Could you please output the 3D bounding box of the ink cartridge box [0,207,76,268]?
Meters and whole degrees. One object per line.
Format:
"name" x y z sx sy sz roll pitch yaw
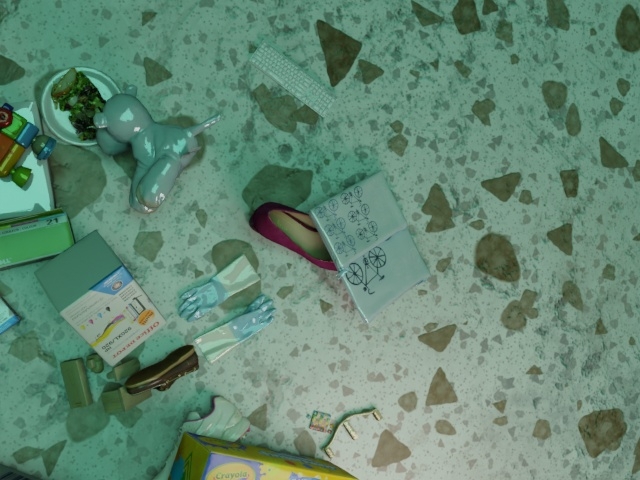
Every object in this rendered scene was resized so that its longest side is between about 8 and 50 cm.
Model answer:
"ink cartridge box" -0.660 0.000 1.617 0.188 0.255 0.097 -15 92 -17

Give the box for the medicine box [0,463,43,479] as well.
"medicine box" -0.718 0.680 1.595 0.263 0.149 0.289 21 82 -1

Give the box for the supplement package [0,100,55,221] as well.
"supplement package" -0.737 -0.172 1.660 0.203 0.145 0.262 -10 91 -17

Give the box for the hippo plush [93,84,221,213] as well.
"hippo plush" -0.430 -0.219 1.687 0.236 0.294 0.234 35 57 -13

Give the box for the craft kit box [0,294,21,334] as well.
"craft kit box" -0.875 0.168 1.650 0.250 0.061 0.247 -39 101 -15

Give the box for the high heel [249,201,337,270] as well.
"high heel" 0.000 0.000 1.856 0.377 0.181 0.127 14 83 -16

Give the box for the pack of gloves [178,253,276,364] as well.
"pack of gloves" -0.237 0.177 1.848 0.232 0.046 0.195 -34 98 -16

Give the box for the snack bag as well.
"snack bag" 0.143 0.014 1.908 0.323 0.037 0.343 -30 97 -43

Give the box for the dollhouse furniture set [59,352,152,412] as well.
"dollhouse furniture set" -0.525 0.343 1.761 0.151 0.123 0.144 -13 91 18

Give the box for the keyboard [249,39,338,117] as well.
"keyboard" -0.071 -0.437 1.944 0.256 0.014 0.072 35 78 -12

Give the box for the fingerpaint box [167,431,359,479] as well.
"fingerpaint box" -0.165 0.695 1.715 0.444 0.163 0.371 23 82 -32

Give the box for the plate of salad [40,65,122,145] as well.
"plate of salad" -0.585 -0.334 1.765 0.199 0.048 0.200 1 87 -17

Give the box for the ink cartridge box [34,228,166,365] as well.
"ink cartridge box" -0.502 0.135 1.652 0.171 0.168 0.233 -38 139 -14

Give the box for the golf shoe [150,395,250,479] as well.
"golf shoe" -0.325 0.512 1.781 0.306 0.115 0.140 -36 89 -23

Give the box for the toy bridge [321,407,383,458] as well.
"toy bridge" 0.078 0.511 1.937 0.188 0.026 0.063 -34 95 -16

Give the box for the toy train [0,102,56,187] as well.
"toy train" -0.696 -0.160 1.551 0.143 0.105 0.248 34 78 -26

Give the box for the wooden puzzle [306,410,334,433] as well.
"wooden puzzle" 0.000 0.488 1.924 0.083 0.006 0.049 19 82 -15

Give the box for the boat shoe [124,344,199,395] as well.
"boat shoe" -0.380 0.332 1.753 0.207 0.073 0.073 -26 113 -41
